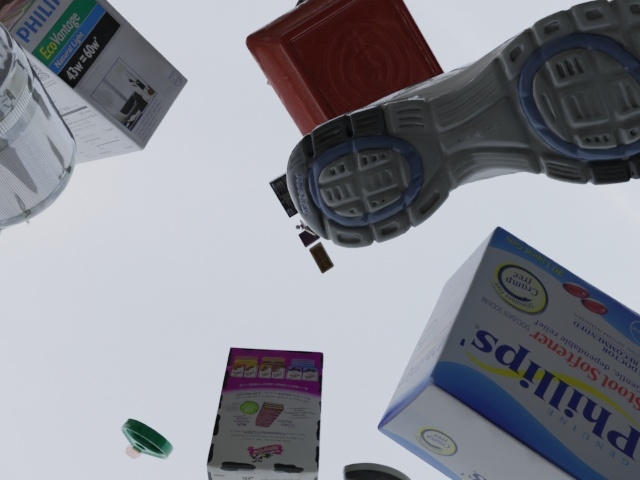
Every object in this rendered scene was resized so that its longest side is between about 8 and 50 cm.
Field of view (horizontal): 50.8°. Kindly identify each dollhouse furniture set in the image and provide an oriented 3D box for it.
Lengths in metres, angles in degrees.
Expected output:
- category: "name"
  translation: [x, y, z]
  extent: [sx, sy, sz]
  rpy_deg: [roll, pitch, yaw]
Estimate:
- category: "dollhouse furniture set"
  translation: [0.000, 0.000, 1.405]
  extent: [0.091, 0.081, 0.114]
  rpy_deg: [-34, -112, 11]

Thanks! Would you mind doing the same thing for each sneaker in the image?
- category: "sneaker"
  translation: [0.122, -0.089, 0.454]
  extent: [0.297, 0.111, 0.129]
  rpy_deg: [-13, -162, 21]
- category: "sneaker"
  translation: [0.105, 0.421, 0.999]
  extent: [0.222, 0.083, 0.118]
  rpy_deg: [46, -141, -30]

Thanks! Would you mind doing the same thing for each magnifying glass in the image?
- category: "magnifying glass"
  translation: [-0.308, 0.351, 1.159]
  extent: [0.092, 0.231, 0.026]
  rpy_deg: [36, -120, -5]

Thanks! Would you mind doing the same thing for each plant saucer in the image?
- category: "plant saucer"
  translation: [0.065, -0.246, 0.979]
  extent: [0.259, 0.047, 0.258]
  rpy_deg: [-37, -77, -20]

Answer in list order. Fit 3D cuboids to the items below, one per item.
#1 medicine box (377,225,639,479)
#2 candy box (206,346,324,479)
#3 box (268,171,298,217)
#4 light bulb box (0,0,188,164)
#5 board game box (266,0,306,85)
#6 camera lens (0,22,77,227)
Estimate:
- category: "medicine box"
  translation: [0.256, 0.172, 0.834]
  extent: [0.263, 0.149, 0.289]
  rpy_deg: [33, -134, 3]
- category: "candy box"
  translation: [-0.078, 0.273, 1.037]
  extent: [0.159, 0.071, 0.233]
  rpy_deg: [3, -145, 1]
- category: "box"
  translation: [-0.055, -0.097, 1.346]
  extent: [0.067, 0.018, 0.083]
  rpy_deg: [-31, -73, 2]
- category: "light bulb box"
  translation: [-0.576, -0.382, 1.557]
  extent: [0.361, 0.357, 0.225]
  rpy_deg: [44, -121, -35]
- category: "board game box"
  translation: [0.024, -0.512, 1.759]
  extent: [0.232, 0.141, 0.291]
  rpy_deg: [22, -115, -1]
- category: "camera lens"
  translation: [-0.474, -0.160, 0.909]
  extent: [0.219, 0.274, 0.219]
  rpy_deg: [-1, -118, 2]
